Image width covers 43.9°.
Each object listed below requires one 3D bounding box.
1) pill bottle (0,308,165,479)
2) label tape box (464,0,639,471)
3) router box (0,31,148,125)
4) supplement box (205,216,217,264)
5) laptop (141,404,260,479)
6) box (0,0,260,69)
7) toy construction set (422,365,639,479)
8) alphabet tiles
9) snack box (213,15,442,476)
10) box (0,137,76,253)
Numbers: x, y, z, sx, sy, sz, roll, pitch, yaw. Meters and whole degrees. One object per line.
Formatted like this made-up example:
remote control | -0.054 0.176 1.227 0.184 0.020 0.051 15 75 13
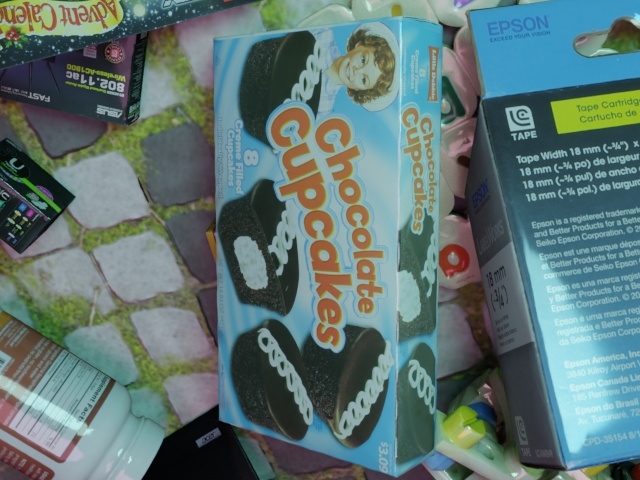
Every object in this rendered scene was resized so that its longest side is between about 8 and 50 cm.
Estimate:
pill bottle | -0.269 0.171 0.788 0.216 0.121 0.121 35 113 -10
label tape box | 0.246 -0.015 0.604 0.241 0.106 0.333 -8 76 -4
router box | -0.212 -0.158 0.677 0.123 0.038 0.092 13 116 1
supplement box | -0.055 0.001 0.728 0.083 0.043 0.055 -9 111 11
laptop | -0.107 0.343 0.907 0.234 0.136 0.264 -34 132 20
box | -0.165 -0.225 0.567 0.233 0.044 0.159 -23 115 -24
toy construction set | 0.210 0.244 0.705 0.151 0.215 0.327 -33 93 24
alphabet tiles | 0.113 -0.100 0.676 0.284 0.021 0.278 -28 108 17
snack box | 0.000 0.000 0.617 0.187 0.060 0.321 6 99 40
box | -0.280 -0.041 0.725 0.083 0.062 0.052 42 111 -12
